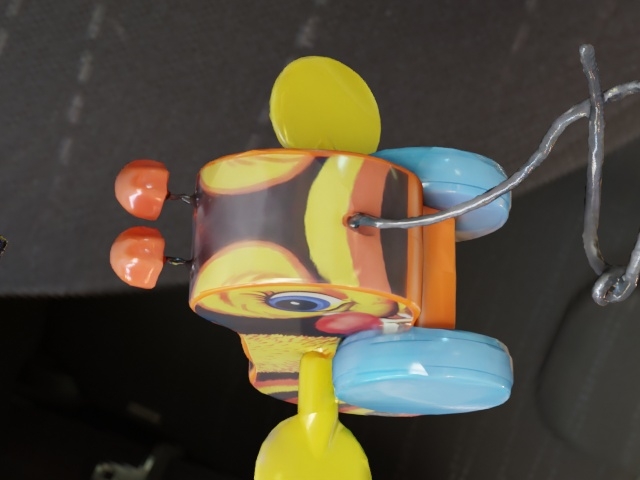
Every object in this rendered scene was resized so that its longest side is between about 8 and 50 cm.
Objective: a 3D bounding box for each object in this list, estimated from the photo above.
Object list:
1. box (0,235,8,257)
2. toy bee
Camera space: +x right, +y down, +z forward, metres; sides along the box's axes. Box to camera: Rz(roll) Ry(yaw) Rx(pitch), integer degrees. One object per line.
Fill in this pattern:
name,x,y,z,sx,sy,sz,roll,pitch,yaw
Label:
box,-0.140,0.057,0.337,0.169,0.059,0.054,-61,180,-4
toy bee,0.000,0.000,0.584,0.298,0.162,0.195,105,-12,-50
